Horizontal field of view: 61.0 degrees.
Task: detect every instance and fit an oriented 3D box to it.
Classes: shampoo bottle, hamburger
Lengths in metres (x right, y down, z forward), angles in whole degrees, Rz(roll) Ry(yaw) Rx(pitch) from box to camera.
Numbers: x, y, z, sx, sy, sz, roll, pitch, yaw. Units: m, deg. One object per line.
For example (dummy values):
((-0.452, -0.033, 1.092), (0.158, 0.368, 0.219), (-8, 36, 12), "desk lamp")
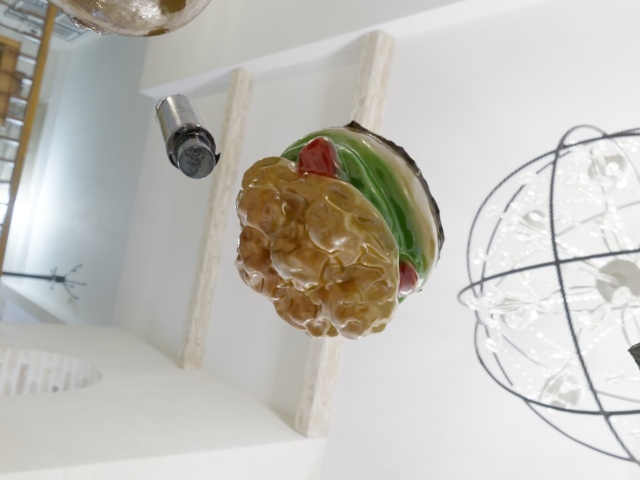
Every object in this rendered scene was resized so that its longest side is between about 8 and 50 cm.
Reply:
((-0.182, -0.142, 0.741), (0.072, 0.072, 0.214), (-61, -149, 17), "shampoo bottle")
((0.000, 0.000, 0.571), (0.237, 0.149, 0.237), (27, -43, 29), "hamburger")

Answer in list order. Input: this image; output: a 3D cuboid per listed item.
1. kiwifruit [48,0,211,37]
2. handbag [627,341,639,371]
((-0.170, -0.299, 0.484), (0.196, 0.195, 0.234), (27, -86, 47), "kiwifruit")
((0.460, 0.134, 0.611), (0.088, 0.270, 0.175), (35, -66, 4), "handbag")
